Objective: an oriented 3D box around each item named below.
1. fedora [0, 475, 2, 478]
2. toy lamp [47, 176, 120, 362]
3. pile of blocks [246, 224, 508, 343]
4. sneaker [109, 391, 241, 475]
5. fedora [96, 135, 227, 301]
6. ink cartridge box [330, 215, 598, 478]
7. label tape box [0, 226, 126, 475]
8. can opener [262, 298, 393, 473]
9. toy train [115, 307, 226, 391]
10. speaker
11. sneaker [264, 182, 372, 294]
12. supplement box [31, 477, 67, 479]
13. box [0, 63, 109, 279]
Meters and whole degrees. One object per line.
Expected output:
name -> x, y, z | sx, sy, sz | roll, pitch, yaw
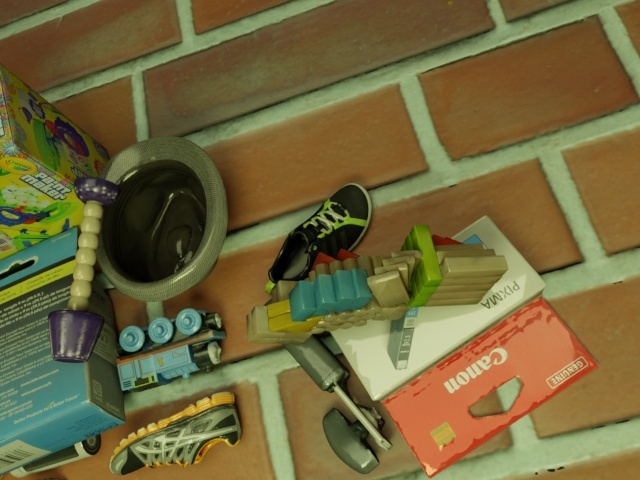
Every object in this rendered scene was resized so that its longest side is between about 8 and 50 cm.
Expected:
fedora -> -0.614, 0.349, 0.936 | 0.195, 0.079, 0.194 | -4, 72, 13
toy lamp -> -0.353, 0.043, 0.843 | 0.080, 0.080, 0.274 | -2, 69, 13
pile of blocks -> 0.059, 0.043, 0.772 | 0.363, 0.149, 0.112 | -15, 59, 8
sneaker -> -0.219, 0.310, 0.853 | 0.215, 0.084, 0.083 | -27, 73, 3
fedora -> -0.254, -0.025, 0.949 | 0.244, 0.124, 0.275 | -18, 69, 8
ink cartridge box -> 0.200, 0.149, 0.814 | 0.296, 0.066, 0.261 | -35, 66, 1
label tape box -> -0.475, 0.176, 0.928 | 0.249, 0.115, 0.347 | -24, 52, 1
can opener -> -0.005, 0.213, 0.836 | 0.095, 0.076, 0.283 | -44, 67, -4
toy train -> -0.241, 0.176, 0.907 | 0.184, 0.080, 0.105 | -17, 78, 5
speaker -> -0.431, 0.339, 0.908 | 0.136, 0.055, 0.055 | -18, 69, 7
sneaker -> 0.000, 0.000, 0.894 | 0.084, 0.097, 0.234 | 34, 82, 21
supplement box -> -0.439, 0.427, 0.876 | 0.036, 0.062, 0.098 | -2, 71, 15
box -> -0.548, -0.098, 0.956 | 0.279, 0.290, 0.176 | -25, 67, 4
